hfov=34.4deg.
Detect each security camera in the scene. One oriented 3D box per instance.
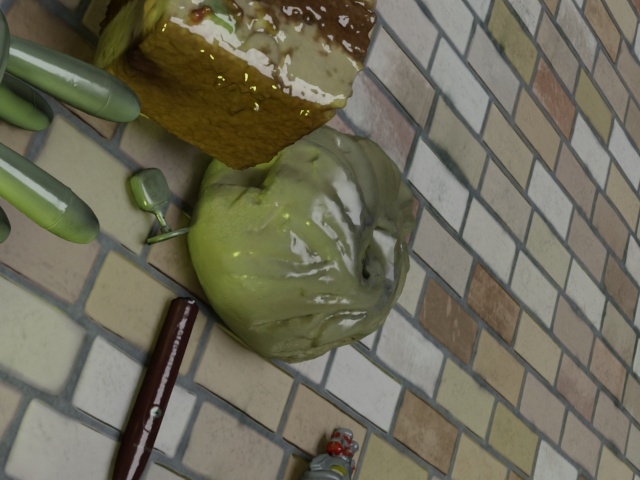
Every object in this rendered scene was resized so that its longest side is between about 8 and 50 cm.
[{"bbox_3d":[-0.204,-0.044,1.281,0.058,0.058,0.092,-21,92,-49],"label":"security camera"}]

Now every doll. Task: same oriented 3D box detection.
[{"bbox_3d":[0.013,0.342,1.509,0.180,0.079,0.094,-53,128,-52],"label":"doll"}]

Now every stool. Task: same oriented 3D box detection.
[{"bbox_3d":[-0.317,-0.113,1.024,0.199,0.195,0.195,34,62,-47],"label":"stool"}]

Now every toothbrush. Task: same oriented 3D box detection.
[{"bbox_3d":[-0.218,0.237,1.251,0.041,0.041,0.363,39,59,-43],"label":"toothbrush"}]

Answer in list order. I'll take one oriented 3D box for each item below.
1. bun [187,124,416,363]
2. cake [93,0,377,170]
[{"bbox_3d":[0.000,0.000,1.394,0.360,0.211,0.359,4,85,-52],"label":"bun"},{"bbox_3d":[-0.103,-0.268,1.205,0.256,0.282,0.290,28,66,-24],"label":"cake"}]
